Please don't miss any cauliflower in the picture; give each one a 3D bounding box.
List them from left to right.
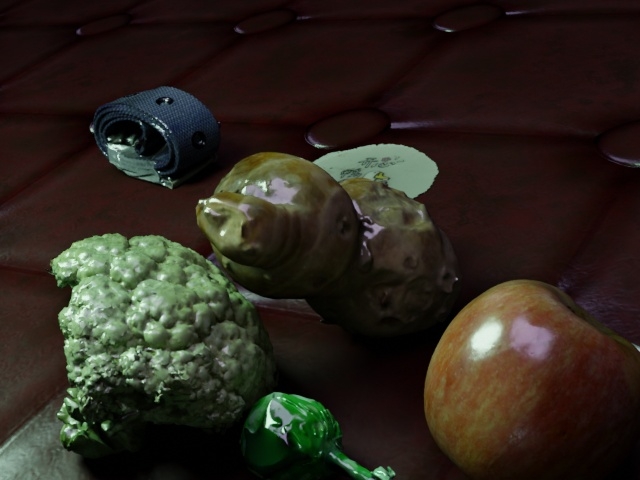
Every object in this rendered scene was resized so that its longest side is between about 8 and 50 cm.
[{"bbox_3d":[-0.182,0.132,1.091,0.250,0.275,0.272,-54,48,10],"label":"cauliflower"}]

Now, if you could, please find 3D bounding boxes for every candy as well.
[{"bbox_3d":[0.061,0.226,0.947,0.323,0.097,0.097,20,43,33],"label":"candy"}]

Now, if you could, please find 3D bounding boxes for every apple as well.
[{"bbox_3d":[0.186,0.134,0.918,0.174,0.188,0.188,-53,26,14],"label":"apple"}]

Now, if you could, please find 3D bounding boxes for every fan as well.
[{"bbox_3d":[0.028,-0.049,1.485,0.233,0.012,0.415,0,31,25],"label":"fan"}]

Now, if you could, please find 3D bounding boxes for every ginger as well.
[{"bbox_3d":[0.000,0.000,1.156,0.375,0.176,0.256,12,22,-50],"label":"ginger"}]

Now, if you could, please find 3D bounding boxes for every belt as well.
[{"bbox_3d":[-0.266,-0.180,1.730,0.230,0.140,0.126,12,33,42],"label":"belt"}]

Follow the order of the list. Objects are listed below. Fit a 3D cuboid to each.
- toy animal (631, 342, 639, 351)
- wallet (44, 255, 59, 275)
[{"bbox_3d":[0.375,0.130,0.950,0.137,0.082,0.269,-33,35,-32],"label":"toy animal"},{"bbox_3d":[-0.255,0.052,1.377,0.232,0.031,0.122,18,17,42],"label":"wallet"}]
